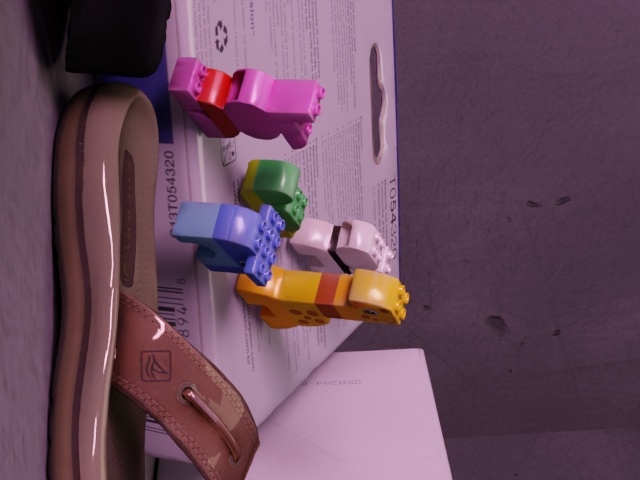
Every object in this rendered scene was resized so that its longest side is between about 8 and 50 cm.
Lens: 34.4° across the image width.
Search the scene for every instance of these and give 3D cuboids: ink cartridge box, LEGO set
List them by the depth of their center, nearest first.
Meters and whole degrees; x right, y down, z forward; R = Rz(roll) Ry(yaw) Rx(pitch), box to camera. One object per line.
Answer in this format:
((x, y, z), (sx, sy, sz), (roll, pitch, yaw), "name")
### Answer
((0.000, 0.000, 0.566), (0.227, 0.093, 0.087), (52, 47, -59), "LEGO set")
((-0.030, -0.071, 0.691), (0.330, 0.071, 0.324), (-37, 127, -63), "ink cartridge box")

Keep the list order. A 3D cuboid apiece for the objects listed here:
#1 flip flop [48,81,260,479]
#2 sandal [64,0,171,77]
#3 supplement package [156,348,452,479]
((-0.068, 0.064, 0.453), (0.112, 0.080, 0.277), (95, -9, -76), "flip flop")
((-0.078, -0.261, 0.334), (0.168, 0.107, 0.446), (-107, -155, -55), "sandal")
((-0.009, 0.248, 0.779), (0.198, 0.199, 0.263), (-96, -177, -58), "supplement package")
